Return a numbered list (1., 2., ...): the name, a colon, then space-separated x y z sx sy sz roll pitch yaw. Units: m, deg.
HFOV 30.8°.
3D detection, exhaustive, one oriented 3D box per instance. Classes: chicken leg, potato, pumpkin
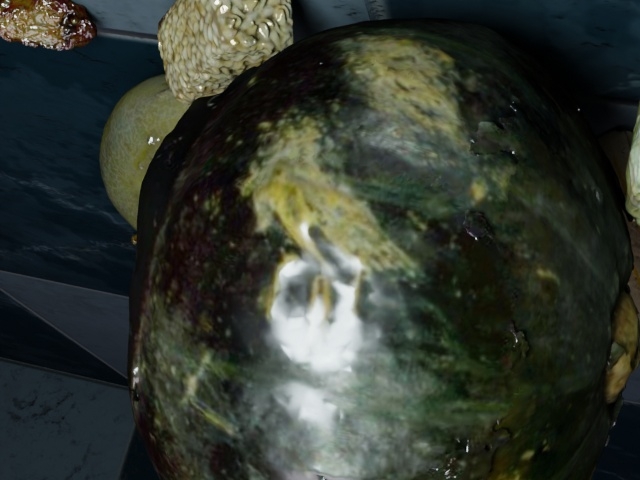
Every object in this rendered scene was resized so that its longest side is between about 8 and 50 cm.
1. chicken leg: -0.270 -0.207 1.036 0.145 0.037 0.062 16 140 -3
2. potato: -0.123 -0.075 1.129 0.178 0.160 0.235 3 157 -20
3. pumpkin: 0.062 0.054 0.864 0.344 0.454 0.454 1 157 30

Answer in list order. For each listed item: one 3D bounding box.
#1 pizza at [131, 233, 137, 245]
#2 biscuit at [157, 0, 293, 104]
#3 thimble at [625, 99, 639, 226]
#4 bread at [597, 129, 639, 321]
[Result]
1. pizza: -0.241 -0.001 1.666 0.083 0.016 0.037 -2 154 36
2. biscuit: -0.082 -0.166 0.937 0.070 0.082 0.168 -4 172 -27
3. thimble: 0.283 -0.073 0.792 0.137 0.143 0.190 -2 155 45
4. bread: 0.275 -0.005 1.002 0.105 0.152 0.077 16 162 -18
